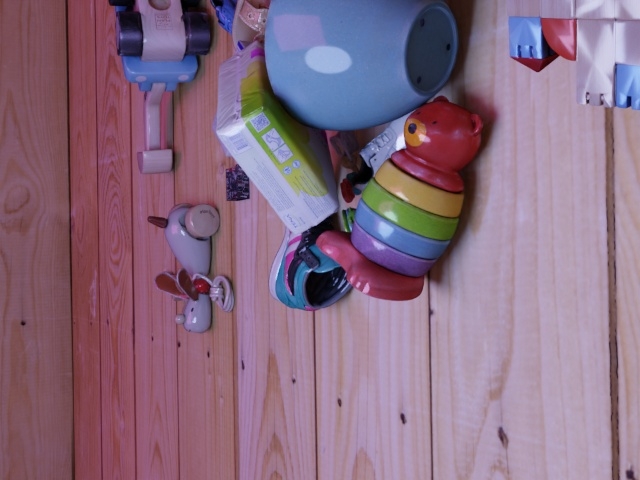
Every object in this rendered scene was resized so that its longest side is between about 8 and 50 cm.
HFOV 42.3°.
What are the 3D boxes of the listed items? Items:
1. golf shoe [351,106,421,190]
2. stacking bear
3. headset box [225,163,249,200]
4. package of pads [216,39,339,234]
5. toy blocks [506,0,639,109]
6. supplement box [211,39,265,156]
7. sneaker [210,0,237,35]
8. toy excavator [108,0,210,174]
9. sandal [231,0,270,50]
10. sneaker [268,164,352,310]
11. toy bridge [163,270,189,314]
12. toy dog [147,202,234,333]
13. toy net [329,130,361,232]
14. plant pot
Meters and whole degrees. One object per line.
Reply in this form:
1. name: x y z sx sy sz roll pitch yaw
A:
1. golf shoe: 0.109 -0.149 1.354 0.069 0.086 0.176 54 133 45
2. stacking bear: 0.141 -0.072 1.238 0.175 0.164 0.289 48 119 50
3. headset box: -0.191 -0.134 1.895 0.062 0.032 0.083 -6 85 58
4. package of pads: -0.071 -0.170 1.362 0.101 0.229 0.296 -29 30 14
5. toy blocks: 0.345 -0.261 0.892 0.381 0.190 0.261 20 125 47
6. supplement box: -0.135 -0.290 1.726 0.114 0.111 0.220 59 137 40
7. sneaker: -0.190 -0.476 1.842 0.069 0.082 0.209 -58 45 39
8. toy excavator: -0.430 -0.441 2.159 0.445 0.222 0.433 129 132 -65
9. sandal: -0.134 -0.484 1.741 0.079 0.088 0.240 161 111 -63
10. sneaker: 0.000 0.000 1.501 0.178 0.123 0.296 28 111 52
11. toy bridge: -0.381 0.133 2.219 0.188 0.026 0.063 47 128 48
12. toy dog: -0.343 0.053 2.025 0.220 0.161 0.334 -39 58 53
13. toy net: 0.043 -0.109 1.433 0.045 0.122 0.232 -20 71 24
14. plant pot: 0.087 -0.294 1.233 0.195 0.290 0.290 19 108 39
